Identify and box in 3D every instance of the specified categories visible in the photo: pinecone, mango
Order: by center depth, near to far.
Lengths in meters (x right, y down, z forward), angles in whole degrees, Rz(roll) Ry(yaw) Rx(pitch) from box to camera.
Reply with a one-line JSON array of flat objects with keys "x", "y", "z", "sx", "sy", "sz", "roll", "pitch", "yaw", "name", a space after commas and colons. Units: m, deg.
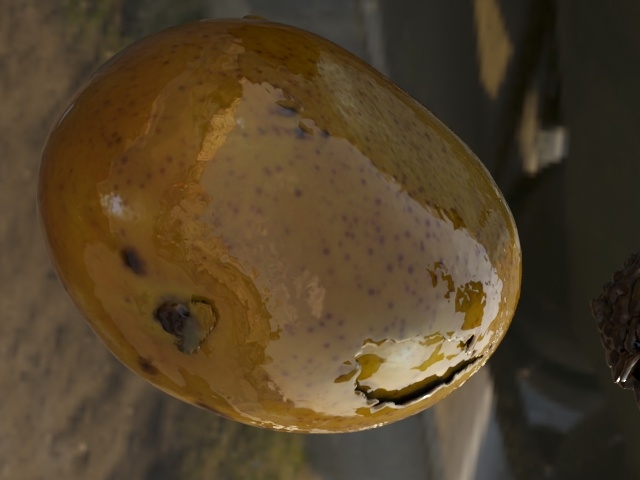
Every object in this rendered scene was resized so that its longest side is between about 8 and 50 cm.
[{"x": 0.000, "y": 0.000, "z": 0.889, "sx": 0.160, "sy": 0.191, "sz": 0.290, "roll": -50, "pitch": 151, "yaw": 23, "name": "mango"}, {"x": 0.391, "y": 0.085, "z": 1.964, "sx": 0.202, "sy": 0.201, "sz": 0.229, "roll": -46, "pitch": -168, "yaw": 28, "name": "pinecone"}]
